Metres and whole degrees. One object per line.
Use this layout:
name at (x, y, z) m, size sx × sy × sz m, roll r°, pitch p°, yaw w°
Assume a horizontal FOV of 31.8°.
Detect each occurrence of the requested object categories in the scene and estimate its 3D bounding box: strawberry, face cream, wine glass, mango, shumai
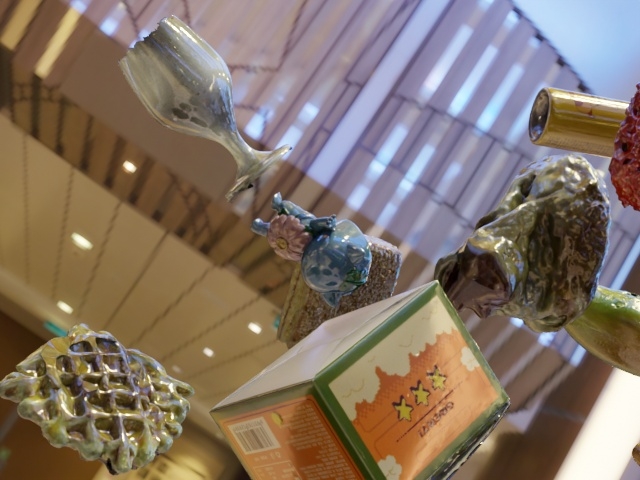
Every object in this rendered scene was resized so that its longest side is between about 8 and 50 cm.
strawberry at (0.472, -0.174, 1.452) m, size 0.106 × 0.286 × 0.188 m, roll 45°, pitch -11°, yaw -28°
face cream at (0.546, -0.190, 1.972) m, size 0.348 × 0.105 × 0.105 m, roll 9°, pitch -13°, yaw -10°
wine glass at (-0.155, -0.177, 1.499) m, size 0.241 × 0.126 × 0.126 m, roll 51°, pitch -19°, yaw -9°
mango at (0.452, 0.129, 1.701) m, size 0.233 × 0.111 × 0.125 m, roll 38°, pitch -44°, yaw 4°
shumai at (0.271, -0.016, 1.562) m, size 0.203 × 0.272 × 0.222 m, roll 19°, pitch -40°, yaw -22°

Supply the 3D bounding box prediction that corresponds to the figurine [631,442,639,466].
figurine at (0.577, 0.232, 1.248) m, size 0.401 × 0.387 × 0.268 m, roll -123°, pitch -168°, yaw -64°

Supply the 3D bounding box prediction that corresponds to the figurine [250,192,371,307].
figurine at (-0.001, 0.003, 1.565) m, size 0.178 × 0.114 × 0.144 m, roll 34°, pitch 13°, yaw 17°

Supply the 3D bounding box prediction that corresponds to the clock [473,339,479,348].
clock at (0.127, 0.214, 1.758) m, size 0.170 × 0.232 × 0.069 m, roll 34°, pitch 19°, yaw -9°

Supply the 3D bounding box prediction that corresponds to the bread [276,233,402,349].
bread at (0.033, 0.099, 2.053) m, size 0.184 × 0.234 × 0.110 m, roll 14°, pitch 9°, yaw -32°

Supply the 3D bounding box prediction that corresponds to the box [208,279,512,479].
box at (0.036, 0.159, 1.054) m, size 0.195 × 0.177 × 0.148 m, roll -27°, pitch -84°, yaw 53°

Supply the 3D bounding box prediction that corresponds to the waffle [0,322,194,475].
waffle at (-0.260, 0.186, 1.351) m, size 0.204 × 0.054 × 0.223 m, roll 35°, pitch 28°, yaw 5°
